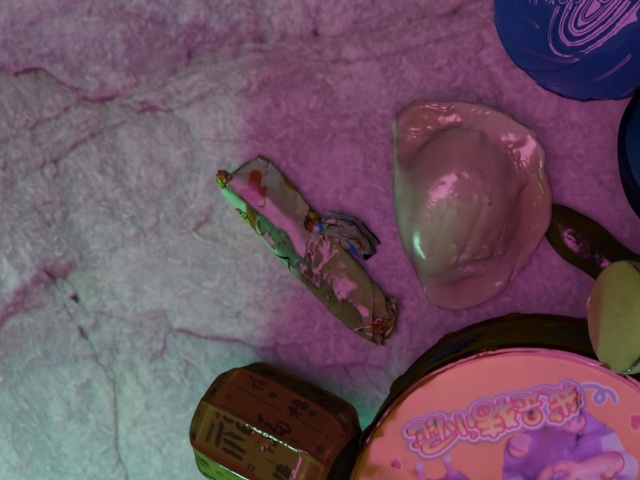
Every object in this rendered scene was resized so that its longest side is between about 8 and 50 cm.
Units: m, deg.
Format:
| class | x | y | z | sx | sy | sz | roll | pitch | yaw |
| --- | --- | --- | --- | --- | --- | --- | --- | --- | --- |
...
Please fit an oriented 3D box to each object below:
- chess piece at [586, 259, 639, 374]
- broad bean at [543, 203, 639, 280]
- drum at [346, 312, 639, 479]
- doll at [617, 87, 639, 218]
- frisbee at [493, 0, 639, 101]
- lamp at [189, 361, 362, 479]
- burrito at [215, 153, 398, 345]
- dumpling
| class | x | y | z | sx | sy | sz | roll | pitch | yaw |
| --- | --- | --- | --- | --- | --- | --- | --- | --- | --- |
| chess piece | 0.480 | 0.093 | 1.491 | 0.397 | 0.117 | 0.117 | 5 | 101 | -22 |
| broad bean | 0.347 | 0.031 | 1.614 | 0.254 | 0.046 | 0.065 | 28 | 96 | 4 |
| drum | 0.238 | 0.298 | 1.591 | 0.431 | 0.214 | 0.431 | 2 | 99 | 12 |
| doll | 0.469 | -0.101 | 1.483 | 0.309 | 0.240 | 0.284 | -13 | 55 | -1 |
| frisbee | 0.312 | -0.275 | 1.579 | 0.242 | 0.045 | 0.242 | 1 | 99 | 9 |
| lamp | -0.052 | 0.235 | 1.658 | 0.185 | 0.161 | 0.161 | 23 | 102 | 19 |
| burrito | 0.000 | 0.000 | 1.676 | 0.104 | 0.054 | 0.288 | -42 | 87 | 12 |
| dumpling | 0.173 | -0.040 | 1.599 | 0.179 | 0.131 | 0.252 | -7 | 102 | 4 |
